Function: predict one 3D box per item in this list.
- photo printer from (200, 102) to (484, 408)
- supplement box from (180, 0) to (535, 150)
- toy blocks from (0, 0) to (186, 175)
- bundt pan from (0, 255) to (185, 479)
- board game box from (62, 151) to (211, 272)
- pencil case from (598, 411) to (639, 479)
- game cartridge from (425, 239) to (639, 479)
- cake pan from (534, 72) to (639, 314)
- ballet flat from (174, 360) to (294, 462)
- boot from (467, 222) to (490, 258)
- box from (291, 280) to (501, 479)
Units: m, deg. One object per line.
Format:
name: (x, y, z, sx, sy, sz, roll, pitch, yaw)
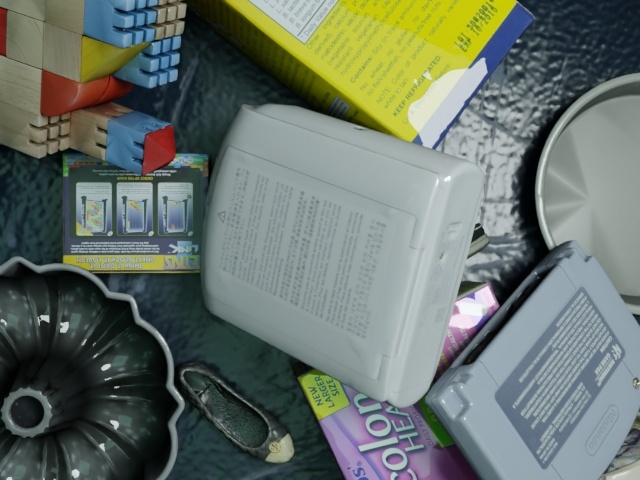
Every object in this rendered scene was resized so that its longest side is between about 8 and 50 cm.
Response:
photo printer: (0.000, 0.000, 0.962, 0.307, 0.107, 0.256, 22, 108, 35)
supplement box: (0.021, -0.263, 1.026, 0.356, 0.195, 0.194, 38, 86, -3)
toy blocks: (-0.255, -0.230, 0.925, 0.261, 0.191, 0.381, 21, 117, 20)
bundt pan: (-0.312, 0.179, 1.020, 0.330, 0.124, 0.331, 0, 93, -3)
board game box: (-0.214, -0.032, 1.076, 0.170, 0.048, 0.141, 1, 91, -5)
pencil case: (0.373, 0.413, 1.055, 0.183, 0.160, 0.410, -18, 90, -34)
game cartridge: (0.252, 0.157, 0.992, 0.297, 0.062, 0.198, -40, 104, -36)
cake pan: (0.398, -0.056, 1.119, 0.293, 0.054, 0.293, 0, 89, -4)
ballet flat: (-0.104, 0.207, 1.078, 0.173, 0.049, 0.057, 38, 87, -3)
boot: (0.063, -0.034, 1.072, 0.236, 0.085, 0.179, -16, 89, 6)
box: (0.121, 0.193, 1.062, 0.243, 0.117, 0.214, -25, 91, -4)
